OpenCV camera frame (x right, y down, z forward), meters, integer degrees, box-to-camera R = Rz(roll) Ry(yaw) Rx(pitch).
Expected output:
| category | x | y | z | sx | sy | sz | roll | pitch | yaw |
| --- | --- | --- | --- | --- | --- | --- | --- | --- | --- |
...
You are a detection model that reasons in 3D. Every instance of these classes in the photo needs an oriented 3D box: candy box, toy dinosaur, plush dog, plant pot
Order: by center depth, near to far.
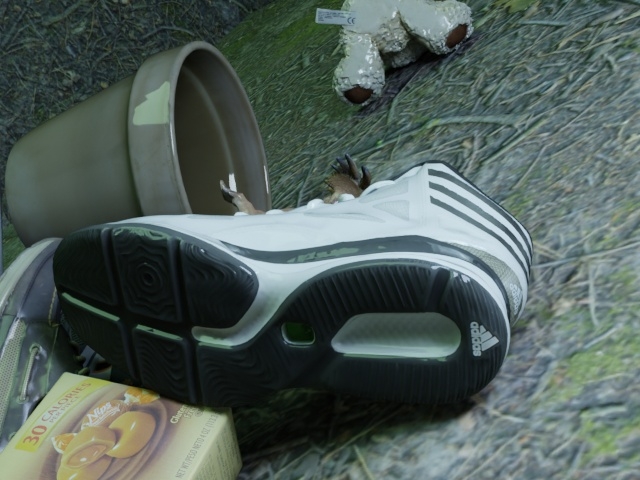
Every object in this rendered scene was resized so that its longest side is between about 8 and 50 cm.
| category | x | y | z | sx | sy | sz | roll | pitch | yaw |
| --- | --- | --- | --- | --- | --- | --- | --- | --- | --- |
| candy box | -0.213 | 0.260 | 0.808 | 0.183 | 0.087 | 0.316 | 8 | 39 | 19 |
| toy dinosaur | 0.000 | 0.000 | 1.111 | 0.200 | 0.127 | 0.295 | -14 | 33 | 0 |
| plant pot | -0.250 | -0.081 | 1.294 | 0.280 | 0.323 | 0.323 | -9 | 28 | 17 |
| plush dog | 0.117 | -0.366 | 1.670 | 0.262 | 0.210 | 0.225 | -32 | -6 | 10 |

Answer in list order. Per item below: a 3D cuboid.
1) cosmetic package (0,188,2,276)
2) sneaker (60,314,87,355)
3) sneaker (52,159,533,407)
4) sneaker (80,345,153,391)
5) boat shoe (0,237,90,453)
| category | x | y | z | sx | sy | sz | roll | pitch | yaw |
| --- | --- | --- | --- | --- | --- | --- | --- | --- | --- |
| cosmetic package | -0.610 | 0.060 | 1.334 | 0.329 | 0.327 | 0.393 | -1 | -24 | -17 |
| sneaker | -0.255 | 0.071 | 1.174 | 0.227 | 0.130 | 0.087 | -49 | -22 | 28 |
| sneaker | -0.015 | 0.029 | 0.919 | 0.448 | 0.169 | 0.257 | 4 | 23 | 24 |
| sneaker | -0.183 | 0.138 | 1.078 | 0.126 | 0.127 | 0.321 | -22 | -26 | -45 |
| boat shoe | -0.307 | 0.157 | 1.006 | 0.132 | 0.130 | 0.355 | 111 | 176 | -54 |
